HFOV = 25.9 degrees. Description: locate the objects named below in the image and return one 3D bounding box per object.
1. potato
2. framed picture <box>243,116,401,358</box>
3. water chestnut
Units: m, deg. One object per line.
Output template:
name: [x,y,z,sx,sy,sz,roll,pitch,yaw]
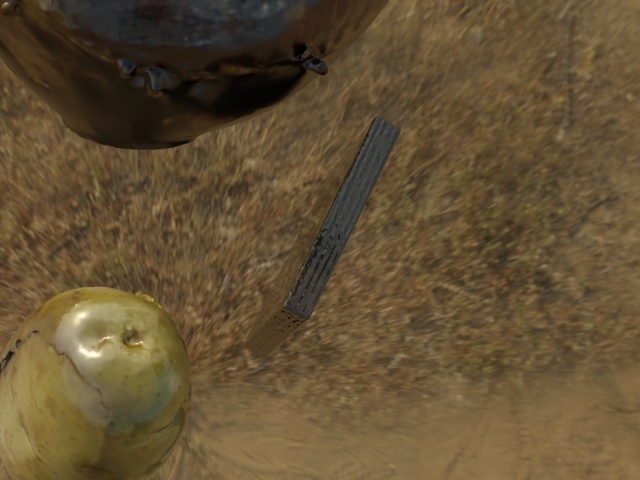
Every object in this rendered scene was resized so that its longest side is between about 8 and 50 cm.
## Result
potato: [-0.122,0.084,0.726,0.080,0.170,0.107,-30,78,-35]
framed picture: [0.000,0.000,1.055,0.023,0.128,0.168,29,67,-6]
water chestnut: [-0.099,-0.253,0.969,0.335,0.347,0.335,3,49,-4]
